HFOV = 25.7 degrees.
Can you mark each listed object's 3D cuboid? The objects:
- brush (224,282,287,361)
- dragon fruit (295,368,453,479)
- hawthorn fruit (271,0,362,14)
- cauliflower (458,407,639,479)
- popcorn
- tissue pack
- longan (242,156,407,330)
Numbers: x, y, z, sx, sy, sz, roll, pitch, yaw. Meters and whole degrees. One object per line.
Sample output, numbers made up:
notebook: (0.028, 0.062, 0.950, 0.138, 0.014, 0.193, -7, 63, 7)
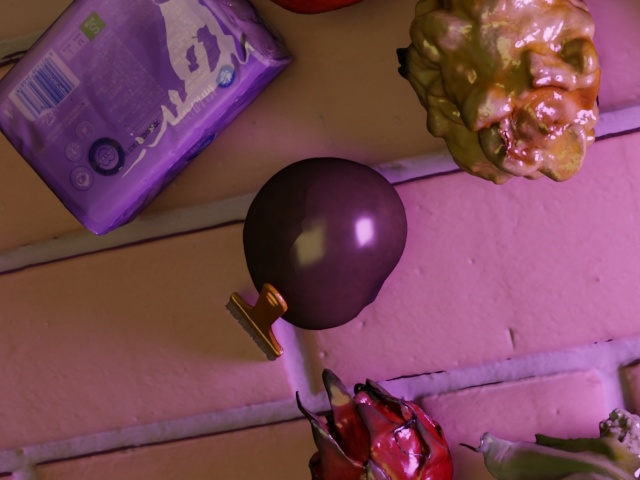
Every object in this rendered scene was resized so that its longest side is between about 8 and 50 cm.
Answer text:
brush: (-0.072, 0.094, 1.764, 0.013, 0.272, 0.103, -39, 85, -16)
dragon fruit: (0.072, 0.284, 1.773, 0.193, 0.192, 0.274, -16, 91, 13)
hawthorn fruit: (0.005, -0.373, 1.648, 0.211, 0.299, 0.211, -1, 96, -13)
cauliflower: (0.306, 0.317, 1.729, 0.315, 0.239, 0.256, 26, 92, 45)
popcorn: (0.222, -0.197, 1.642, 0.215, 0.252, 0.286, -31, 122, -21)
tissue pack: (-0.231, -0.208, 1.803, 0.338, 0.160, 0.242, -43, 87, 16)
longan: (0.000, 0.000, 1.750, 0.196, 0.196, 0.220, 31, 99, 10)
